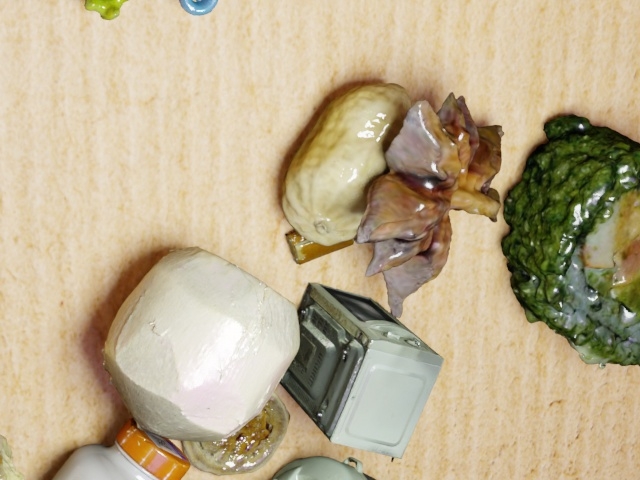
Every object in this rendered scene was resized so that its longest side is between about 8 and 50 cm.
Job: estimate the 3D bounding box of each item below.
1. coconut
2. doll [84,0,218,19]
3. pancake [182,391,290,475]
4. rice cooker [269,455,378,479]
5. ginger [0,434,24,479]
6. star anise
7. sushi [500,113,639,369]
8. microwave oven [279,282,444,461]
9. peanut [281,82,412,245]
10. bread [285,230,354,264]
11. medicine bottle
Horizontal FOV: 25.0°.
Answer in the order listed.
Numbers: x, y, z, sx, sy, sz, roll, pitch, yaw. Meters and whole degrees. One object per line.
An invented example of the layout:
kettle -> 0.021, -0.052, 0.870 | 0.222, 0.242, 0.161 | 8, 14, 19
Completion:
coconut -> -0.150, 0.134, 1.736 | 0.227, 0.227, 0.230 | 35, 85, -30
doll -> -0.123, -0.420, 1.616 | 0.346, 0.099, 0.341 | -7, 113, -24
pancake -> -0.111, 0.248, 1.908 | 0.151, 0.025, 0.152 | -7, 110, -20
rice cooker -> 0.027, 0.447, 1.899 | 0.277, 0.288, 0.288 | 30, 95, -31
ginger -> -0.458, 0.329, 1.716 | 0.275, 0.130, 0.221 | 6, 71, 3
star anise -> 0.147, -0.056, 1.776 | 0.292, 0.109, 0.349 | -48, 152, -14
sushi -> 0.407, 0.019, 1.963 | 0.352, 0.178, 0.294 | 27, 99, -32
microwave oven -> 0.038, 0.161, 1.838 | 0.129, 0.205, 0.163 | 19, 99, -28
peanut -> 0.035, -0.098, 1.787 | 0.129, 0.129, 0.224 | 24, 96, -29
bread -> 0.000, 0.000, 1.859 | 0.083, 0.036, 0.047 | -21, 119, -13
medicine bottle -> -0.287, 0.362, 1.797 | 0.157, 0.157, 0.289 | 38, 91, -30
